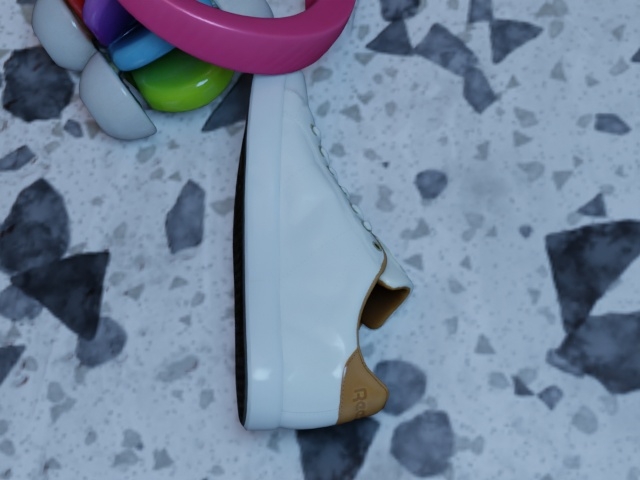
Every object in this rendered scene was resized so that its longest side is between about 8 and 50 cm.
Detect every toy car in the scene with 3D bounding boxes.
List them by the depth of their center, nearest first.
[{"bbox_3d":[-0.137,-0.180,1.409,0.159,0.136,0.182,-35,61,-3],"label":"toy car"}]

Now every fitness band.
[{"bbox_3d":[-0.072,-0.236,1.380,0.054,0.209,0.290,-51,27,38],"label":"fitness band"}]

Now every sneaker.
[{"bbox_3d":[0.000,0.000,1.322,0.123,0.106,0.290,1,65,-6],"label":"sneaker"}]
